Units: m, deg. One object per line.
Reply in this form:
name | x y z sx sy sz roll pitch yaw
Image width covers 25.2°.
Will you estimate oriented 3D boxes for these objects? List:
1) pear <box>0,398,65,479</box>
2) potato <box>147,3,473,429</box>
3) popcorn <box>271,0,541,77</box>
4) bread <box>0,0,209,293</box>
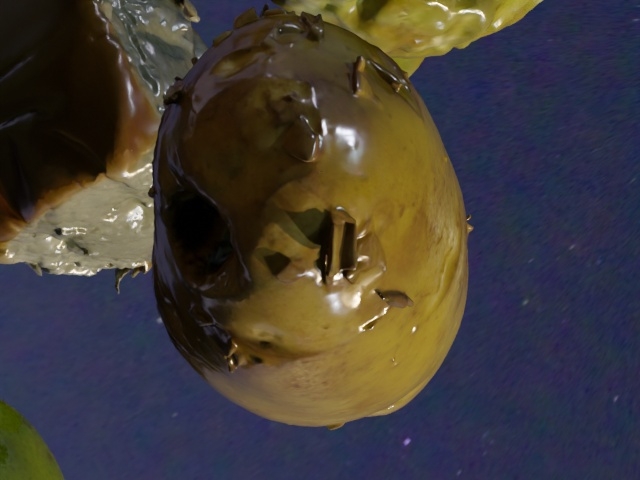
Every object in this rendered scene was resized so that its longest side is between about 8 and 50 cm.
pear | -0.281 0.186 1.007 0.220 0.187 0.187 43 -69 3
potato | 0.000 0.000 0.679 0.140 0.300 0.173 13 -102 15
popcorn | 0.055 -0.242 0.855 0.225 0.276 0.276 -28 -92 39
bread | -0.197 -0.114 1.207 0.279 0.225 0.250 -33 -120 46
